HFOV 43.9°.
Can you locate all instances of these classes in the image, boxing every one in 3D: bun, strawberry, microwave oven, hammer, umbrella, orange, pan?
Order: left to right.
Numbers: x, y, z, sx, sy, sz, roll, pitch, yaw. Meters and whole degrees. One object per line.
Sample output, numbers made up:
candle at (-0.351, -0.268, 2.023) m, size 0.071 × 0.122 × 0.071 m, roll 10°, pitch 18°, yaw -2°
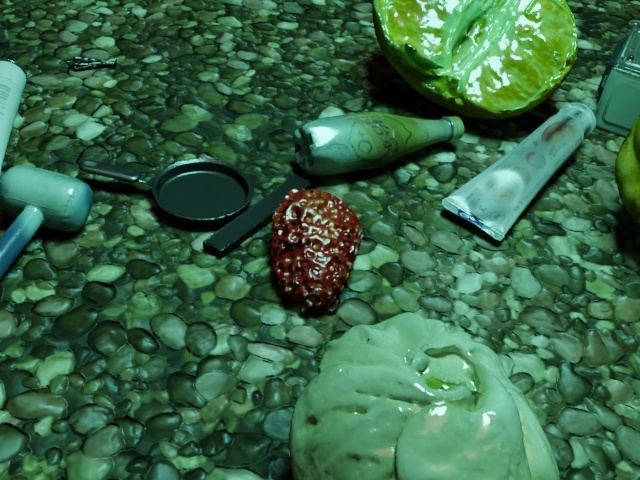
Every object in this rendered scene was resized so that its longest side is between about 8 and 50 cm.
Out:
hammer at (-0.360, -0.010, 0.946) m, size 0.116 × 0.070 × 0.194 m, roll 15°, pitch 46°, yaw 6°
umbrella at (-0.372, -0.289, 1.293) m, size 0.083 × 0.020 × 0.031 m, roll -8°, pitch 4°, yaw -17°
pan at (-0.207, -0.074, 1.066) m, size 0.235 × 0.028 × 0.136 m, roll 11°, pitch 41°, yaw -1°
strawberry at (0.000, 0.000, 0.978) m, size 0.121 × 0.082 × 0.188 m, roll 5°, pitch 38°, yaw -7°
bun at (0.094, 0.177, 0.734) m, size 0.259 × 0.160 × 0.259 m, roll 3°, pitch 44°, yaw -3°
orange at (0.235, -0.336, 1.283) m, size 0.334 × 0.196 × 0.263 m, roll 31°, pitch 67°, yaw -7°
microwave oven at (0.561, -0.268, 1.332) m, size 0.163 × 0.129 × 0.205 m, roll 22°, pitch 42°, yaw 14°

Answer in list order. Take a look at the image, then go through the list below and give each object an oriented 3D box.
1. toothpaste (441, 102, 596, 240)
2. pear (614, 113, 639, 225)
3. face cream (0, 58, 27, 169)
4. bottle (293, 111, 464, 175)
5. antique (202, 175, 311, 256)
toothpaste at (0.305, -0.108, 1.164) m, size 0.100 × 0.066 × 0.323 m, roll 36°, pitch 53°, yaw 22°
pear at (0.547, -0.096, 1.023) m, size 0.314 × 0.314 × 0.314 m, roll 4°, pitch 41°, yaw -4°
face cream at (-0.469, -0.161, 1.108) m, size 0.092 × 0.058 × 0.244 m, roll 7°, pitch 47°, yaw -8°
bottle at (0.093, -0.148, 1.159) m, size 0.269 × 0.083 × 0.083 m, roll -10°, pitch 44°, yaw -25°
antique at (-0.080, -0.034, 1.051) m, size 0.031 × 0.015 × 0.192 m, roll 31°, pitch 47°, yaw 22°
